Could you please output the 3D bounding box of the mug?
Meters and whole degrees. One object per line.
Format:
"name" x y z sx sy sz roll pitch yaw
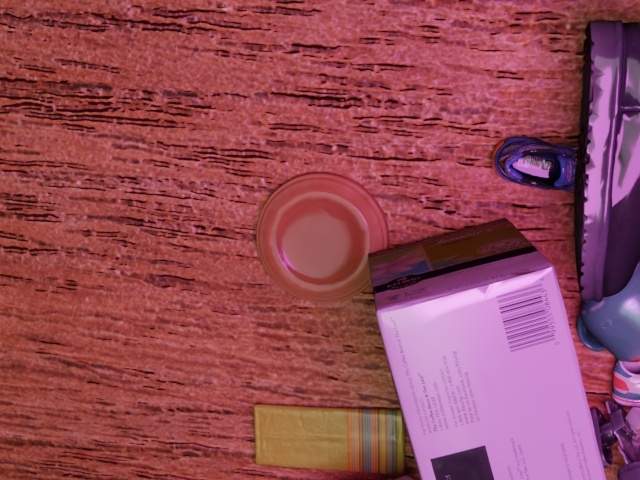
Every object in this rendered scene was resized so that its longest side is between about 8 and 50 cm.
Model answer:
"mug" 0.411 0.095 1.355 0.097 0.129 0.158 44 107 -2

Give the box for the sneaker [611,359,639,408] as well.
"sneaker" 0.495 0.194 1.402 0.161 0.057 0.075 -2 109 14

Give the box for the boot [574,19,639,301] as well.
"boot" 0.541 -0.086 1.189 0.445 0.146 0.367 2 113 9

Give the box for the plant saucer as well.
"plant saucer" 0.000 0.000 1.456 0.199 0.037 0.200 3 104 10

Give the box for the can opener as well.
"can opener" 0.420 0.347 1.356 0.095 0.283 0.076 -31 127 27

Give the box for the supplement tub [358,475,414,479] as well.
"supplement tub" 0.018 0.494 1.474 0.316 0.228 0.228 -24 98 15

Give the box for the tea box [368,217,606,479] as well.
"tea box" 0.207 0.175 1.300 0.219 0.323 0.329 -15 102 3

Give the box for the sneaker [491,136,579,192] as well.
"sneaker" 0.344 -0.095 1.343 0.221 0.087 0.083 1 105 10

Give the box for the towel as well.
"towel" 0.014 0.306 1.540 0.237 0.021 0.102 1 98 11

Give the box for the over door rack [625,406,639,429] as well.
"over door rack" 0.585 0.247 1.253 0.324 0.108 0.240 49 125 39
